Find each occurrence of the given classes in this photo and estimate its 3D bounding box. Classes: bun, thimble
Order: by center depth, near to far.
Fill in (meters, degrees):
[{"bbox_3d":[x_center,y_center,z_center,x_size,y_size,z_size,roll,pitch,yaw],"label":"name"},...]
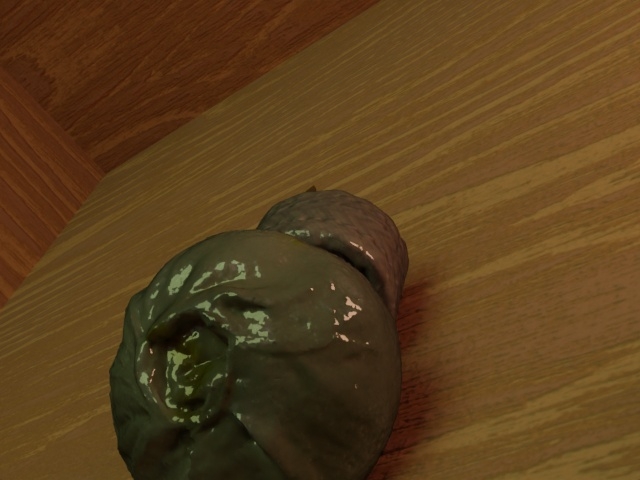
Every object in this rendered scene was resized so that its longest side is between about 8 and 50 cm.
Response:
[{"bbox_3d":[-0.091,0.158,1.090,0.362,0.361,0.211,-34,-18,17],"label":"bun"},{"bbox_3d":[-0.005,0.055,1.287,0.245,0.217,0.157,-42,10,29],"label":"thimble"}]

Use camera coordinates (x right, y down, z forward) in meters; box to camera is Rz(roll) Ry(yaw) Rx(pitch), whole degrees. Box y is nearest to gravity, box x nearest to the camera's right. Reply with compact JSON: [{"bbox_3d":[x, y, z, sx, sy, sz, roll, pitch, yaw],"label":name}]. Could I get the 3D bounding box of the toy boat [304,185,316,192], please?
[{"bbox_3d":[0.000,0.000,1.547,0.115,0.089,0.310,-34,22,10],"label":"toy boat"}]
